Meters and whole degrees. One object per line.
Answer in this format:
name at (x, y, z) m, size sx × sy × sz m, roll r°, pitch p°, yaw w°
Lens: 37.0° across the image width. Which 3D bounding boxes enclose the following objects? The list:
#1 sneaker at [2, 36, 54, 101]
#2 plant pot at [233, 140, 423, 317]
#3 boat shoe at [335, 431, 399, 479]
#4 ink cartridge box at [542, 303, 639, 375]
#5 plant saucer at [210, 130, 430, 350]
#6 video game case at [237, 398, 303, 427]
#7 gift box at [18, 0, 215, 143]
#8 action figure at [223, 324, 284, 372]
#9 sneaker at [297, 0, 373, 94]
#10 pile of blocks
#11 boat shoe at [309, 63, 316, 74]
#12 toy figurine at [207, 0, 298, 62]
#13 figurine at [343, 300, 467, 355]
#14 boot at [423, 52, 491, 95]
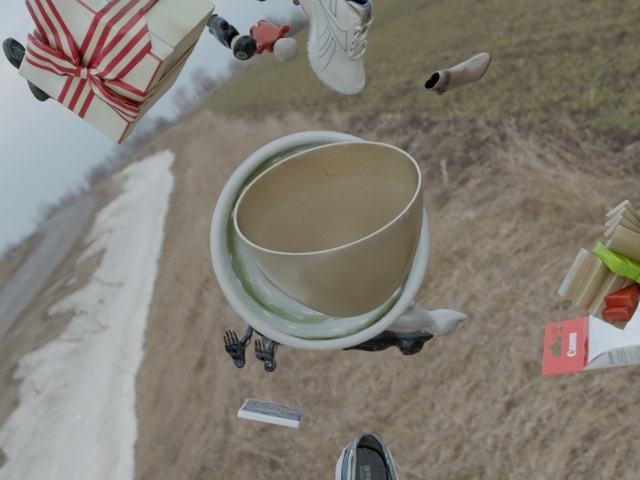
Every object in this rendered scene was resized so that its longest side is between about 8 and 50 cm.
sneaker at (-0.554, -0.343, 1.909) m, size 0.089 × 0.170 × 0.051 m, roll -21°, pitch 19°, yaw 30°
plant pot at (0.030, 0.005, 1.455) m, size 0.284 × 0.191 × 0.284 m, roll -11°, pitch 35°, yaw 8°
boat shoe at (0.086, 0.430, 1.377) m, size 0.105 × 0.113 × 0.306 m, roll 107°, pitch 164°, yaw -60°
ink cartridge box at (0.553, 0.180, 1.887) m, size 0.232 × 0.066 × 0.189 m, roll -7°, pitch 27°, yaw 20°
plant saucer at (0.000, 0.000, 1.771) m, size 0.400 × 0.400 × 0.100 m, roll -36°, pitch 1°, yaw 3°
video game case at (-0.070, 0.249, 1.385) m, size 0.122 × 0.087 × 0.011 m, roll 38°, pitch -118°, yaw -88°
gift box at (-0.367, -0.367, 1.687) m, size 0.276 × 0.255 × 0.258 m, roll -57°, pitch 3°, yaw 44°
action figure at (-0.084, 0.166, 2.034) m, size 0.164 × 0.141 × 0.275 m, roll 11°, pitch 27°, yaw 22°
sneaker at (0.041, -0.403, 1.809) m, size 0.129 × 0.297 × 0.111 m, roll 11°, pitch 46°, yaw 33°
pile of blocks at (0.531, -0.001, 1.444) m, size 0.362 × 0.149 × 0.113 m, roll -41°, pitch 21°, yaw 8°
boat shoe at (0.047, -0.427, 2.289) m, size 0.170 × 0.059 × 0.063 m, roll -31°, pitch 14°, yaw -33°
toy figurine at (-0.128, -0.512, 2.152) m, size 0.213 × 0.148 × 0.210 m, roll -4°, pitch -53°, yaw -46°
figurine at (0.176, 0.179, 2.013) m, size 0.215 × 0.209 × 0.092 m, roll -39°, pitch 45°, yaw 53°
boot at (0.249, -0.307, 1.765) m, size 0.087 × 0.042 × 0.118 m, roll -9°, pitch -22°, yaw -35°
